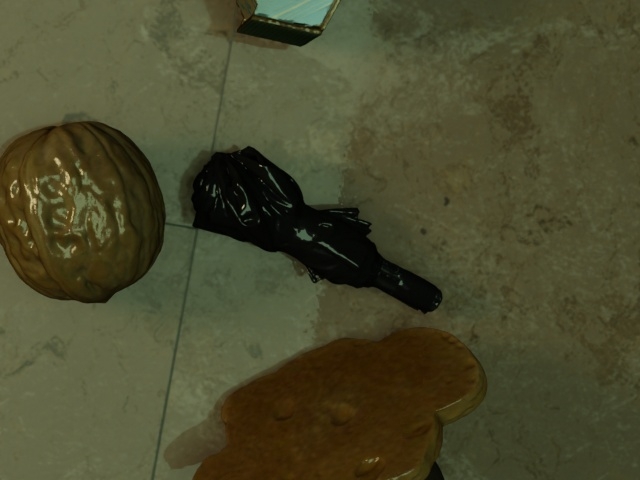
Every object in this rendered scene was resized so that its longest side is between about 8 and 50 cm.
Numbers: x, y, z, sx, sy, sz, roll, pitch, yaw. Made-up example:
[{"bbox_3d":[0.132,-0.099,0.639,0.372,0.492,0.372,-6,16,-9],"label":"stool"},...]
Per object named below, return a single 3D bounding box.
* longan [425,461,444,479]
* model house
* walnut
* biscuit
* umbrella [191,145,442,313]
[{"bbox_3d":[0.058,0.334,1.944,0.196,0.196,0.220,40,82,-13],"label":"longan"},{"bbox_3d":[-0.053,-0.323,1.872,0.271,0.178,0.206,-28,94,-12],"label":"model house"},{"bbox_3d":[-0.275,-0.029,1.845,0.213,0.213,0.213,-1,94,-13],"label":"walnut"},{"bbox_3d":[0.020,0.226,1.899,0.376,0.269,0.051,-26,125,-8],"label":"biscuit"},{"bbox_3d":[0.000,0.000,1.951,0.340,0.118,0.118,29,87,-15],"label":"umbrella"}]
